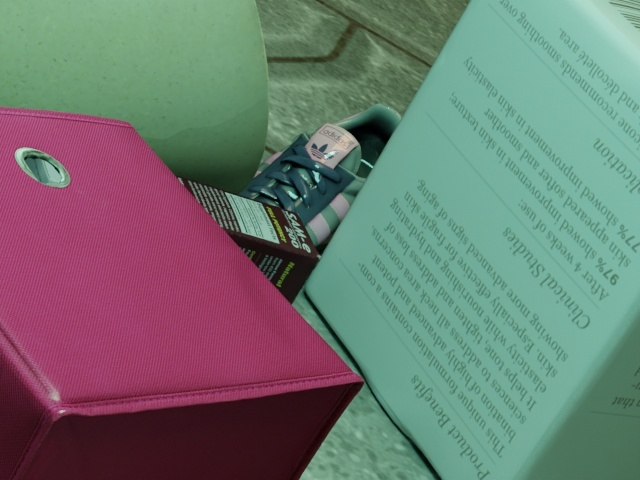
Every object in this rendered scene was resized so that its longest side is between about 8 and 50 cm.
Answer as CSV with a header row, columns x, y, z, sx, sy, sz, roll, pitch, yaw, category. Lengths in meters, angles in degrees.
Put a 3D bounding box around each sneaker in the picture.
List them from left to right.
x,y,z,sx,sy,sz,roll,pitch,yaw,category
-0.031,-0.043,1.736,0.112,0.131,0.319,38,34,12,sneaker

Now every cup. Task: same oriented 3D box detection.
x,y,z,sx,sy,sz,roll,pitch,yaw,category
-0.225,-0.158,1.591,0.237,0.331,0.331,-20,50,-26,cup

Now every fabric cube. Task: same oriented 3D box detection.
x,y,z,sx,sy,sz,roll,pitch,yaw,category
-0.185,0.097,1.163,0.254,0.259,0.258,1,39,-50,fabric cube

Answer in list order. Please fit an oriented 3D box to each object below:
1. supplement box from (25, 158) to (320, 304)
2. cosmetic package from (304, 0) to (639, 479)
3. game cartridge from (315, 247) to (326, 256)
x,y,z,sx,sy,sz,roll,pitch,yaw,category
-0.136,0.015,1.527,0.239,0.130,0.073,18,27,-29,supplement box
0.260,0.006,1.674,0.327,0.394,0.329,8,33,-40,cosmetic package
0.000,0.000,1.848,0.056,0.017,0.083,37,25,4,game cartridge
